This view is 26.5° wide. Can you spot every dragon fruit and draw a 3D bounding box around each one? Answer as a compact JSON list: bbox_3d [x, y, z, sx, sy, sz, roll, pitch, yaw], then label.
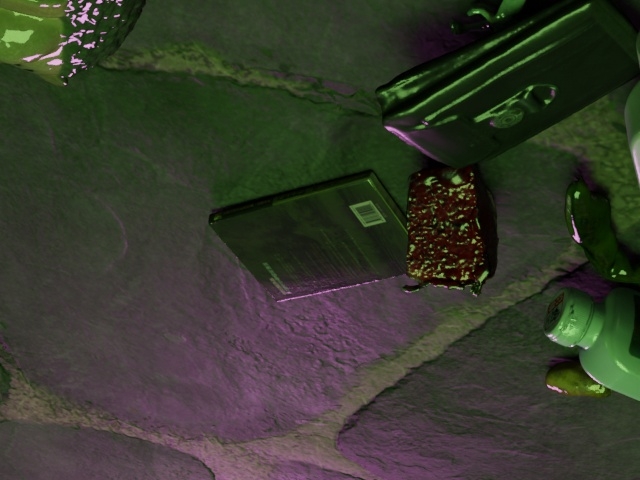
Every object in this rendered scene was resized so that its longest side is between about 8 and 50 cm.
[{"bbox_3d":[0.144,-0.017,1.498,0.102,0.096,0.147,-1,96,13],"label":"dragon fruit"}]

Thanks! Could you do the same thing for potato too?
[{"bbox_3d":[0.327,0.173,1.705,0.092,0.046,0.045,1,155,35],"label":"potato"}]

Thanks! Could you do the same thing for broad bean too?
[{"bbox_3d":[0.309,-0.006,1.494,0.061,0.046,0.195,-28,130,26],"label":"broad bean"}]

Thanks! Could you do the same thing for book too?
[{"bbox_3d":[0.000,0.000,1.617,0.228,0.024,0.160,-13,133,31],"label":"book"}]

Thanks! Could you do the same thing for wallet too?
[{"bbox_3d":[0.191,-0.148,1.309,0.245,0.052,0.168,-25,147,25],"label":"wallet"}]

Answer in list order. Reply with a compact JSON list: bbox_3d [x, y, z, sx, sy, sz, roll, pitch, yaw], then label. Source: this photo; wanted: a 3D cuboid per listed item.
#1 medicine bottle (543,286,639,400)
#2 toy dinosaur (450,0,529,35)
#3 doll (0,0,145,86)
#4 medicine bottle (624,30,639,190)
[{"bbox_3d":[0.372,0.123,1.568,0.229,0.121,0.083,23,141,-9],"label":"medicine bottle"},{"bbox_3d":[0.193,-0.191,1.315,0.106,0.044,0.187,-21,134,33],"label":"toy dinosaur"},{"bbox_3d":[-0.256,-0.279,1.209,0.247,0.247,0.349,12,155,3],"label":"doll"},{"bbox_3d":[0.385,-0.090,1.318,0.161,0.111,0.296,-11,134,14],"label":"medicine bottle"}]
